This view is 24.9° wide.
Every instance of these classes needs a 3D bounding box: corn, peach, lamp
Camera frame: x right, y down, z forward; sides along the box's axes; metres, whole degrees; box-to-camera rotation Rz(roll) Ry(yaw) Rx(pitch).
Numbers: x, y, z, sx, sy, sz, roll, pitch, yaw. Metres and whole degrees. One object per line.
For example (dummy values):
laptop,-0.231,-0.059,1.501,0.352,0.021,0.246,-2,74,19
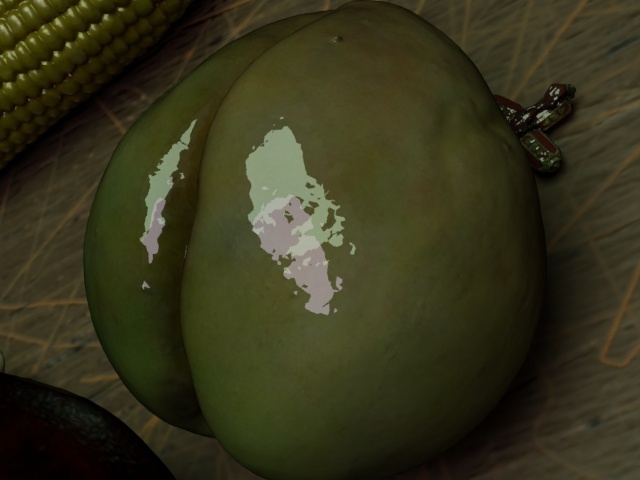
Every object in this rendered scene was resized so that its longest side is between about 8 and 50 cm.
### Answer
corn,-0.246,-0.146,1.129,0.387,0.144,0.144,-38,55,6
peach,-0.001,0.000,0.873,0.292,0.247,0.292,-31,39,30
lamp,0.125,-0.076,0.967,0.083,0.031,0.063,3,68,34

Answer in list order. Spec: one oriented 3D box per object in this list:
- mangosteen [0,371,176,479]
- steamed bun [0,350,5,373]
mangosteen,-0.215,0.239,0.875,0.306,0.359,0.306,3,67,-8
steamed bun,-0.298,0.146,1.010,0.192,0.177,0.106,-31,65,-4
